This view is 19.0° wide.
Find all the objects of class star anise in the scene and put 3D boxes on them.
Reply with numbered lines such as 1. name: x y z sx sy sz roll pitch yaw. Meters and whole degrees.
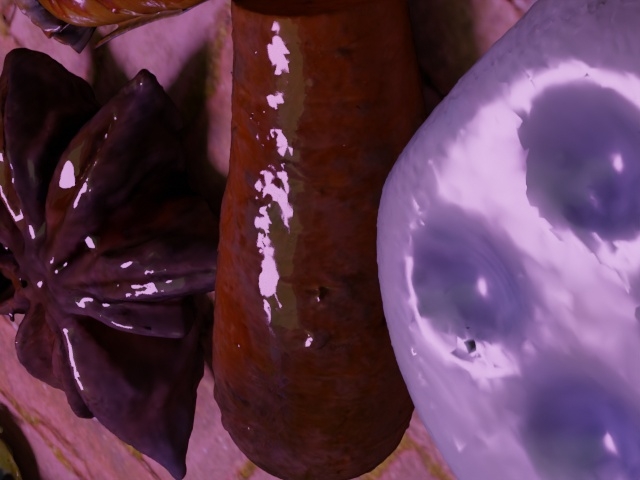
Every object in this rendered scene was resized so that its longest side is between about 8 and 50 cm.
1. star anise: -0.143 0.011 1.264 0.315 0.108 0.315 23 127 34

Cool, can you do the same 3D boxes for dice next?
1. dice: 0.201 0.001 0.752 0.268 0.262 0.264 54 141 9

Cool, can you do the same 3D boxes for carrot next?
1. carrot: 0.000 0.000 1.079 0.139 0.139 0.302 21 128 38

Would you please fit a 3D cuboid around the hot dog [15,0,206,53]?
1. hot dog: -0.104 -0.203 1.079 0.270 0.082 0.162 -11 75 52

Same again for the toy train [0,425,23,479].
1. toy train: -0.272 0.271 1.535 0.272 0.159 0.188 35 145 29
